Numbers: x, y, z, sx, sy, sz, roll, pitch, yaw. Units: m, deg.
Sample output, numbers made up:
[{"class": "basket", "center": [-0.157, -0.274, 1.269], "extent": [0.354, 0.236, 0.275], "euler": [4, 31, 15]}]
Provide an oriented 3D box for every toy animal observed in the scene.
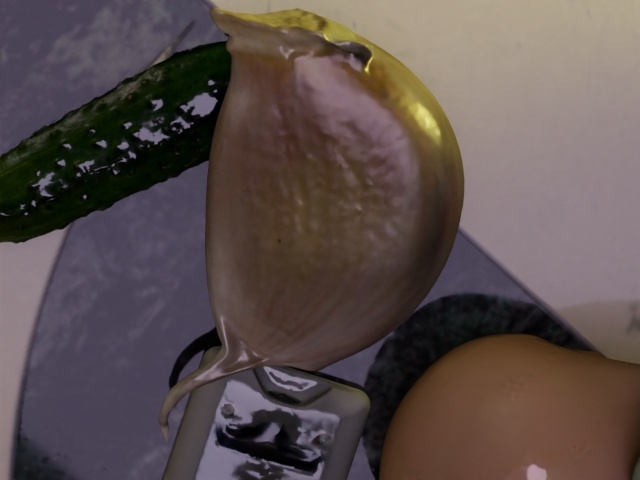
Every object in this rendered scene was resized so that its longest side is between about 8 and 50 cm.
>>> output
[{"class": "toy animal", "center": [0.118, 0.222, 0.925], "extent": [0.269, 0.237, 0.326], "euler": [-22, 96, -18]}]

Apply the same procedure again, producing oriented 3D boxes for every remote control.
[{"class": "remote control", "center": [-0.066, 0.229, 0.990], "extent": [0.109, 0.055, 0.313], "euler": [18, 95, -4]}]

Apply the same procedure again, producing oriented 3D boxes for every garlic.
[{"class": "garlic", "center": [0.002, 0.005, 0.937], "extent": [0.148, 0.128, 0.266], "euler": [13, 99, 13]}]

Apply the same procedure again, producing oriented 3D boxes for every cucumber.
[{"class": "cucumber", "center": [-0.121, -0.056, 0.953], "extent": [0.227, 0.069, 0.069], "euler": [-27, 97, 5]}]

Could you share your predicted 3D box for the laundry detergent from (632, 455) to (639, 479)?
[{"class": "laundry detergent", "center": [0.310, 0.138, 0.917], "extent": [0.280, 0.105, 0.215], "euler": [-29, 85, -43]}]
